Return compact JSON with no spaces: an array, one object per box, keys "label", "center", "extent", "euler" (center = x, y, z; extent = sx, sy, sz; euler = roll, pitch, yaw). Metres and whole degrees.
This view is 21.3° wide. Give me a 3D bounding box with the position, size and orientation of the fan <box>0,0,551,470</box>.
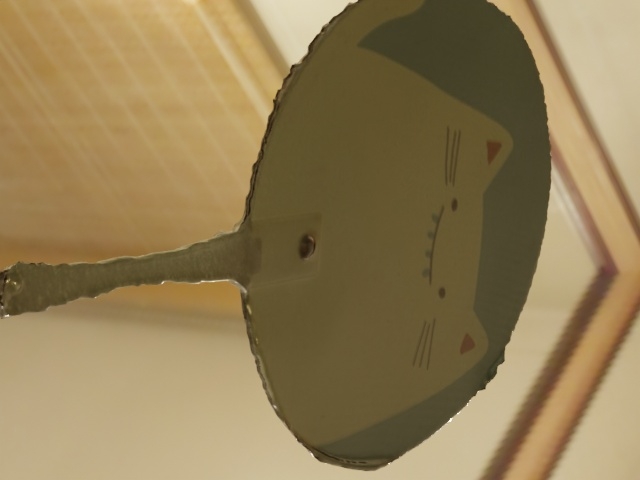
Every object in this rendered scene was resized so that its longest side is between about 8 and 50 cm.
[{"label":"fan","center":[0.000,0.000,0.364],"extent":[0.005,0.113,0.175],"euler":[14,-165,39]}]
